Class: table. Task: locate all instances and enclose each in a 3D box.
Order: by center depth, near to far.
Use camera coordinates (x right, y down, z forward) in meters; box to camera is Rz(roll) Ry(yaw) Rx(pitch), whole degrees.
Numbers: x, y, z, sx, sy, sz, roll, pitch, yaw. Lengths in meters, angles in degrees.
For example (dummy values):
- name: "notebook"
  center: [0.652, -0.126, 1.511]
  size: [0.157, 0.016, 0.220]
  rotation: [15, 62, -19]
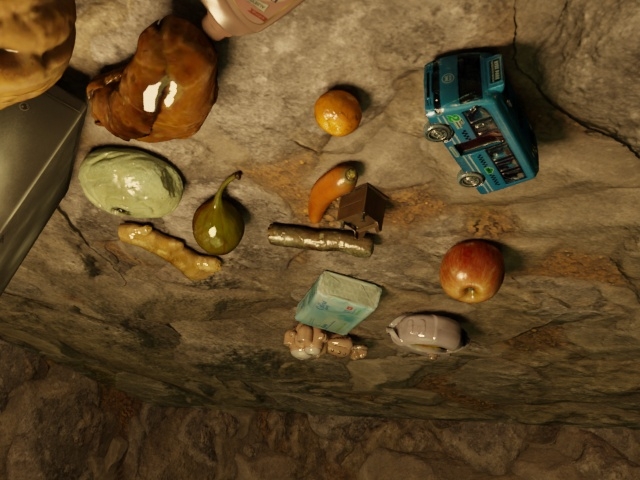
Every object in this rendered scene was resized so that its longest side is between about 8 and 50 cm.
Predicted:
- name: "table"
  center: [0.086, -0.059, 1.338]
  size: [0.070, 0.082, 0.083]
  rotation: [31, 146, -35]

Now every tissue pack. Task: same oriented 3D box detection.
- name: "tissue pack"
  center: [0.044, 0.186, 1.818]
  size: [0.177, 0.089, 0.263]
  rotation: [18, 151, -10]

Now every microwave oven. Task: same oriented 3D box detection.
- name: "microwave oven"
  center: [-0.638, -0.099, 1.188]
  size: [0.236, 0.375, 0.432]
  rotation: [29, 152, -15]

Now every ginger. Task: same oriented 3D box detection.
- name: "ginger"
  center: [-0.270, -0.233, 1.042]
  size: [0.321, 0.165, 0.172]
  rotation: [-16, 117, 46]
- name: "ginger"
  center: [-0.403, 0.030, 1.699]
  size: [0.118, 0.065, 0.298]
  rotation: [-31, 135, 34]

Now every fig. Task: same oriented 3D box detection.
- name: "fig"
  center: [-0.219, -0.067, 1.420]
  size: [0.124, 0.124, 0.236]
  rotation: [14, 138, -7]

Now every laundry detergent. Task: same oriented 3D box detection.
- name: "laundry detergent"
  center: [-0.110, -0.359, 0.844]
  size: [0.171, 0.076, 0.237]
  rotation: [32, 148, -34]

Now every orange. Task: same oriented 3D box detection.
- name: "orange"
  center: [0.030, -0.214, 1.074]
  size: [0.083, 0.070, 0.083]
  rotation: [19, 151, 11]

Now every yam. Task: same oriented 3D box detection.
- name: "yam"
  center: [0.000, 0.000, 1.508]
  size: [0.252, 0.061, 0.061]
  rotation: [7, 153, 8]

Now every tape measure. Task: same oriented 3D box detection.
- name: "tape measure"
  center: [0.319, 0.276, 1.858]
  size: [0.236, 0.120, 0.197]
  rotation: [19, 158, -26]

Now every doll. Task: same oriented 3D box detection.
- name: "doll"
  center: [0.022, 0.338, 2.092]
  size: [0.277, 0.119, 0.154]
  rotation: [13, 157, -16]

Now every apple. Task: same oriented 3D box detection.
- name: "apple"
  center: [0.343, 0.072, 1.449]
  size: [0.146, 0.131, 0.146]
  rotation: [11, 148, 7]

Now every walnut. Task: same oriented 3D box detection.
- name: "walnut"
  center: [-0.485, -0.302, 0.819]
  size: [0.332, 0.333, 0.333]
  rotation: [8, 153, 4]

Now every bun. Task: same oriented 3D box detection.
- name: "bun"
  center: [-0.409, -0.112, 1.379]
  size: [0.221, 0.108, 0.221]
  rotation: [8, 152, 4]

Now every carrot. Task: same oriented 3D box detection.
- name: "carrot"
  center: [0.008, -0.093, 1.336]
  size: [0.066, 0.062, 0.271]
  rotation: [-27, 174, -29]

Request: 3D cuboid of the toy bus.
- name: "toy bus"
  center: [0.254, -0.183, 1.008]
  size: [0.134, 0.114, 0.246]
  rotation: [-12, 147, 29]
